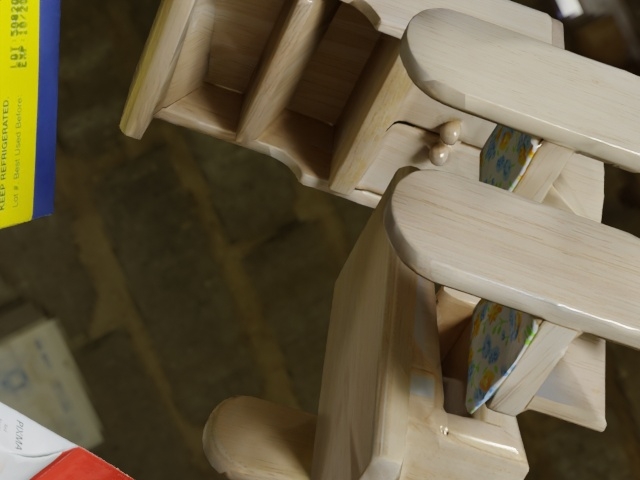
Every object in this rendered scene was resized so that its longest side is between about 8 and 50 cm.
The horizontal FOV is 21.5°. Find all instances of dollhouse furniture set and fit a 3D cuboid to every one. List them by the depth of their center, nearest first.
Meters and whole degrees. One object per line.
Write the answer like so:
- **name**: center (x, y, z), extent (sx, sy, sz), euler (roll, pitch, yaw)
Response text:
- **dollhouse furniture set**: center (0.000, 0.000, 1.003), extent (0.394, 0.256, 0.362), euler (-82, -166, -45)

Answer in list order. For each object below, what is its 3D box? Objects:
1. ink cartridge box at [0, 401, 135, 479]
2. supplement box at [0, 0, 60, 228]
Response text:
- **ink cartridge box**: center (-0.216, 0.163, 1.016), extent (0.179, 0.145, 0.045), euler (37, 28, -29)
- **supplement box**: center (-0.355, -0.096, 1.065), extent (0.195, 0.356, 0.194), euler (14, -72, 31)
